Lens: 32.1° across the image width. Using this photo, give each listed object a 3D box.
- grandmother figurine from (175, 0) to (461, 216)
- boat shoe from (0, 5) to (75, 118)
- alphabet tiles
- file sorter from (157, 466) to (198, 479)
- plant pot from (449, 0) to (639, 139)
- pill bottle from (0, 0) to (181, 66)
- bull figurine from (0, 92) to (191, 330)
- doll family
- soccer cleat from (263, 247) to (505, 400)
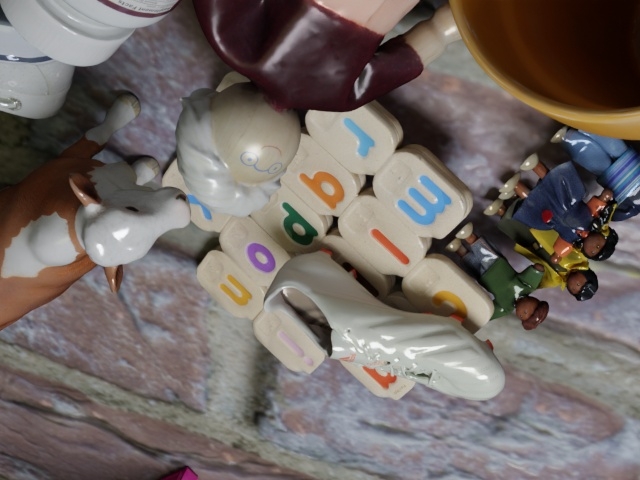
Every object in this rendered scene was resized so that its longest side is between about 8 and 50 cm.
[{"bbox_3d":[0.007,-0.154,0.716,0.208,0.104,0.342,24,120,-23],"label":"grandmother figurine"},{"bbox_3d":[-0.373,-0.175,0.901,0.367,0.135,0.156,14,132,-1],"label":"boat shoe"},{"bbox_3d":[0.000,0.000,0.907,0.278,0.021,0.284,43,136,3],"label":"alphabet tiles"},{"bbox_3d":[-0.194,0.427,1.158,0.202,0.290,0.182,-30,113,35],"label":"file sorter"},{"bbox_3d":[0.204,-0.146,0.623,0.205,0.188,0.205,-7,78,34],"label":"plant pot"},{"bbox_3d":[-0.124,-0.223,0.760,0.121,0.121,0.221,44,129,-12],"label":"pill bottle"},{"bbox_3d":[-0.216,-0.012,0.906,0.310,0.188,0.101,-25,113,34],"label":"bull figurine"},{"bbox_3d":[0.185,-0.010,0.822,0.111,0.076,0.193,47,135,10],"label":"doll family"},{"bbox_3d":[0.046,0.077,0.858,0.196,0.076,0.068,29,134,16],"label":"soccer cleat"}]
